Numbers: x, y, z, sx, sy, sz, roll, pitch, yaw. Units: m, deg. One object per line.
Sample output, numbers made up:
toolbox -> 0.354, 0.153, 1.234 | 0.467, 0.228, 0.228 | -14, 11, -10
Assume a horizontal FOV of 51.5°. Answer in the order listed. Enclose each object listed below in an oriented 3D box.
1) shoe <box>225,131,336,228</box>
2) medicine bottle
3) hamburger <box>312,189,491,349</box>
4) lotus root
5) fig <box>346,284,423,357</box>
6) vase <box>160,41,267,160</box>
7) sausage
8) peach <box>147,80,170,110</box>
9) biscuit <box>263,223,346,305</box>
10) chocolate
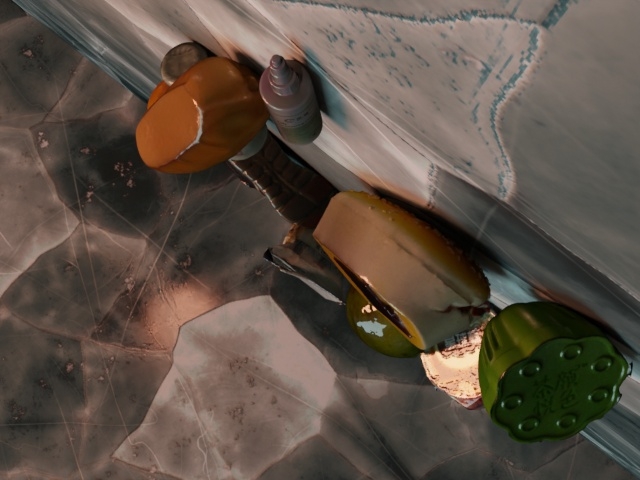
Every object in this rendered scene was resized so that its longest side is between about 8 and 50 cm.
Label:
shoe -> -0.095, -0.126, 1.310 | 0.291, 0.114, 0.137 | 41, 171, -19
medicine bottle -> -0.033, -0.155, 0.715 | 0.057, 0.057, 0.199 | 37, 176, 8
hamburger -> 0.114, 0.028, 0.976 | 0.227, 0.151, 0.295 | 47, 179, -39
lotus root -> 0.280, 0.146, 0.877 | 0.186, 0.186, 0.186 | 38, 177, 2
fig -> 0.158, 0.128, 1.265 | 0.225, 0.203, 0.203 | 59, 168, -26
vase -> -0.167, -0.218, 1.046 | 0.096, 0.096, 0.219 | 36, 174, 26
sausage -> -0.158, -0.163, 0.904 | 0.241, 0.136, 0.120 | -22, 90, 54
peach -> -0.267, -0.252, 1.311 | 0.138, 0.138, 0.138 | 38, 177, 2
biscuit -> -0.004, -0.002, 1.386 | 0.186, 0.079, 0.309 | 34, -146, -10
chocolate -> 0.319, 0.218, 1.317 | 0.147, 0.221, 0.221 | 8, -160, -46
